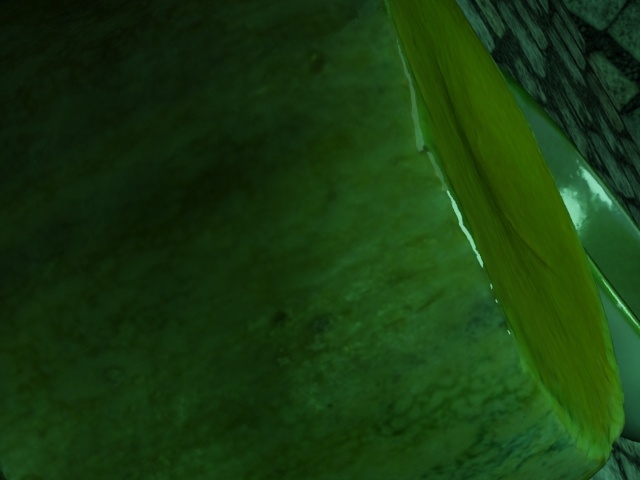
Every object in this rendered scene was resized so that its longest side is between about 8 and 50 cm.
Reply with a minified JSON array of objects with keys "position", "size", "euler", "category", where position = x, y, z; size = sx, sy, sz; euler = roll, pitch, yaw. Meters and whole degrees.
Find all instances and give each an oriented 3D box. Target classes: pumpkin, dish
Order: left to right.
[{"position":[0.000,0.000,0.685],"size":[0.332,0.199,0.332],"euler":[48,24,-30],"category":"pumpkin"},{"position":[0.167,0.030,1.220],"size":[0.324,0.124,0.324],"euler":[48,16,-19],"category":"dish"}]
